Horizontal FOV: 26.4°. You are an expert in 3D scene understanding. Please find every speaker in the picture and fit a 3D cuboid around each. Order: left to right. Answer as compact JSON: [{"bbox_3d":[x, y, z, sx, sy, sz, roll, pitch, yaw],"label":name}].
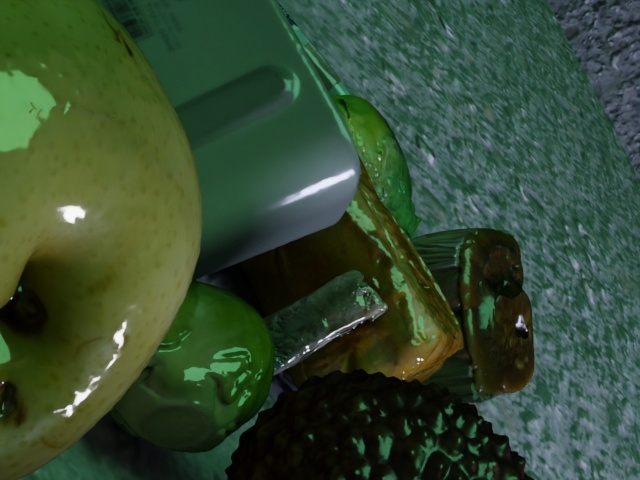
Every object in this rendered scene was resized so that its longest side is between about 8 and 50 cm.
[{"bbox_3d":[-0.146,-0.166,1.119,0.406,0.184,0.183,61,-16,9],"label":"speaker"}]

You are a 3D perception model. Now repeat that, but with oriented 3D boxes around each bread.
[{"bbox_3d":[-0.004,0.003,1.294,0.344,0.148,0.195,61,14,11],"label":"bread"},{"bbox_3d":[0.165,0.082,1.509,0.210,0.109,0.192,3,79,-62],"label":"bread"}]

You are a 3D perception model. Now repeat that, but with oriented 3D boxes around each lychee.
[{"bbox_3d":[0.037,0.239,0.989,0.271,0.271,0.271,43,27,-29],"label":"lychee"}]

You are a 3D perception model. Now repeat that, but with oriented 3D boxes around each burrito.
[{"bbox_3d":[-0.026,0.081,1.162,0.051,0.171,0.042,58,-7,20],"label":"burrito"}]

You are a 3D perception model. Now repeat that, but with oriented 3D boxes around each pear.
[{"bbox_3d":[-0.224,-0.020,0.725,0.309,0.309,0.309,43,27,-29],"label":"pear"}]

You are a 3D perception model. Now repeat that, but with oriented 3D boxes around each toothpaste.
[{"bbox_3d":[-0.035,-0.248,1.680,0.205,0.036,0.056,53,23,0],"label":"toothpaste"}]

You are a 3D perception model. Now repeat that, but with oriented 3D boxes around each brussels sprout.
[{"bbox_3d":[-0.104,0.092,1.018,0.155,0.118,0.155,15,39,-12],"label":"brussels sprout"}]

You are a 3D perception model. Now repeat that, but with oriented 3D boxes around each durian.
[{"bbox_3d":[0.046,-0.081,1.498,0.139,0.101,0.250,50,-11,45],"label":"durian"}]
